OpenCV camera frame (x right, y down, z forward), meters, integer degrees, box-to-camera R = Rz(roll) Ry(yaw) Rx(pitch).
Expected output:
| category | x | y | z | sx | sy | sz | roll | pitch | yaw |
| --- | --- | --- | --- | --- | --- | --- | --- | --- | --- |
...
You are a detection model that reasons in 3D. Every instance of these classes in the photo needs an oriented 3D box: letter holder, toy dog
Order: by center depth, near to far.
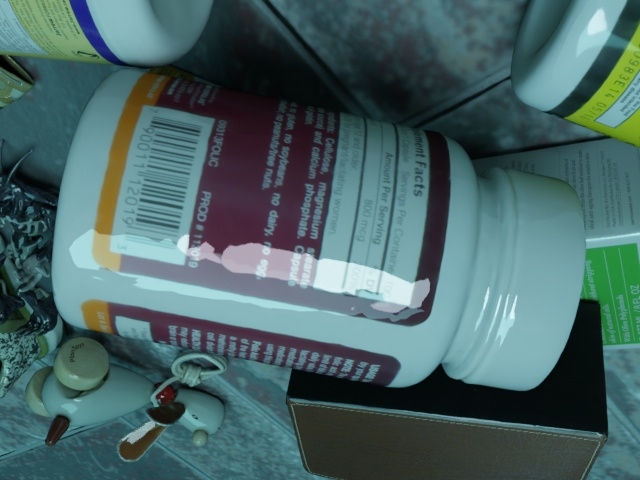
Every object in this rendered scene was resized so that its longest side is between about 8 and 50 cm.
| category | x | y | z | sx | sy | sz | roll | pitch | yaw |
| --- | --- | --- | --- | --- | --- | --- | --- | --- | --- |
| letter holder | 0.134 | 0.174 | 0.841 | 0.302 | 0.152 | 0.214 | 5 | 141 | 10 |
| toy dog | -0.319 | 0.284 | 1.254 | 0.334 | 0.160 | 0.220 | 8 | 140 | -9 |

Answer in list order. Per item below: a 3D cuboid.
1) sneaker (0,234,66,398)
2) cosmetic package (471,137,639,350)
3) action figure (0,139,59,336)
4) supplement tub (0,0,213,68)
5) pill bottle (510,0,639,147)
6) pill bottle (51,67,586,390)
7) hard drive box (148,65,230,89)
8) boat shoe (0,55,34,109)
| category | x | y | z | sx | sy | sz | roll | pitch | yaw |
| --- | --- | --- | --- | --- | --- | --- | --- | --- | --- |
| sneaker | -0.546 | 0.088 | 1.145 | 0.158 | 0.182 | 0.410 | -10 | 131 | 25 |
| cosmetic package | 0.188 | 0.022 | 0.884 | 0.366 | 0.155 | 0.197 | -9 | 134 | 23 |
| action figure | -0.425 | 0.012 | 1.041 | 0.164 | 0.141 | 0.275 | 12 | 123 | 9 |
| supplement tub | -0.273 | -0.277 | 0.649 | 0.332 | 0.241 | 0.241 | 7 | 136 | 10 |
| pill bottle | 0.347 | -0.148 | 0.637 | 0.334 | 0.187 | 0.187 | 20 | 137 | -3 |
| pill bottle | 0.000 | 0.000 | 0.656 | 0.393 | 0.224 | 0.224 | 12 | 137 | -4 |
| hard drive box | -0.111 | -0.078 | 0.850 | 0.232 | 0.181 | 0.089 | 21 | 135 | -6 |
| boat shoe | -0.401 | -0.236 | 0.867 | 0.072 | 0.068 | 0.190 | -21 | 136 | 17 |
